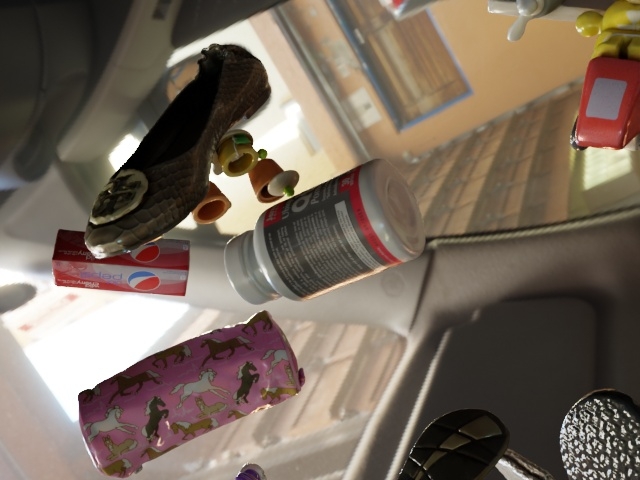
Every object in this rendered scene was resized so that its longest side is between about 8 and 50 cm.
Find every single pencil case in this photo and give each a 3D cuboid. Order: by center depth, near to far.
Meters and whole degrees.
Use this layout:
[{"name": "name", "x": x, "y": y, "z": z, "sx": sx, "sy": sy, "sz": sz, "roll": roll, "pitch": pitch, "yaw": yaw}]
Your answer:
[{"name": "pencil case", "x": -0.220, "y": 0.265, "z": 1.371, "sx": 0.386, "sy": 0.160, "sz": 0.167, "roll": -24, "pitch": 144, "yaw": -10}]

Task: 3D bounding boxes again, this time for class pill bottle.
[{"name": "pill bottle", "x": 0.000, "y": 0.000, "z": 1.327, "sx": 0.319, "sy": 0.176, "sz": 0.176, "roll": -23, "pitch": -168, "yaw": 26}]

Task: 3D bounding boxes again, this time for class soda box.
[{"name": "soda box", "x": -0.397, "y": 0.046, "z": 1.581, "sx": 0.092, "sy": 0.263, "sz": 0.083, "roll": 107, "pitch": -17, "yaw": -48}]

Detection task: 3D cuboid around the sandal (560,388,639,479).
[{"name": "sandal", "x": 0.481, "y": 0.395, "z": 1.155, "sx": 0.107, "sy": 0.445, "sz": 0.168, "roll": -35, "pitch": -163, "yaw": -37}]

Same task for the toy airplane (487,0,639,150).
[{"name": "toy airplane", "x": 0.483, "y": -0.333, "z": 1.145, "sx": 0.386, "sy": 0.272, "sz": 0.384, "roll": -23, "pitch": -130, "yaw": 5}]

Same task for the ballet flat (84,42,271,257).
[{"name": "ballet flat", "x": -0.103, "y": -0.079, "z": 0.581, "sx": 0.084, "sy": 0.058, "sz": 0.250, "roll": -2, "pitch": -142, "yaw": 27}]

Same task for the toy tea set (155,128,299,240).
[{"name": "toy tea set", "x": -0.181, "y": -0.075, "z": 1.357, "sx": 0.336, "sy": 0.124, "sz": 0.200, "roll": -21, "pitch": 150, "yaw": -21}]

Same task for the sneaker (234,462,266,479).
[{"name": "sneaker", "x": -0.144, "y": 0.555, "z": 1.669, "sx": 0.068, "sy": 0.169, "sz": 0.071, "roll": -3, "pitch": -158, "yaw": 41}]

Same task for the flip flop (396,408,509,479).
[{"name": "flip flop", "x": 0.178, "y": 0.361, "z": 1.159, "sx": 0.112, "sy": 0.080, "sz": 0.277, "roll": 43, "pitch": -73, "yaw": 42}]

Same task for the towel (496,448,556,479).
[{"name": "towel", "x": 0.477, "y": 0.543, "z": 1.734, "sx": 0.049, "sy": 0.187, "sz": 0.282, "roll": -41, "pitch": -168, "yaw": -10}]
